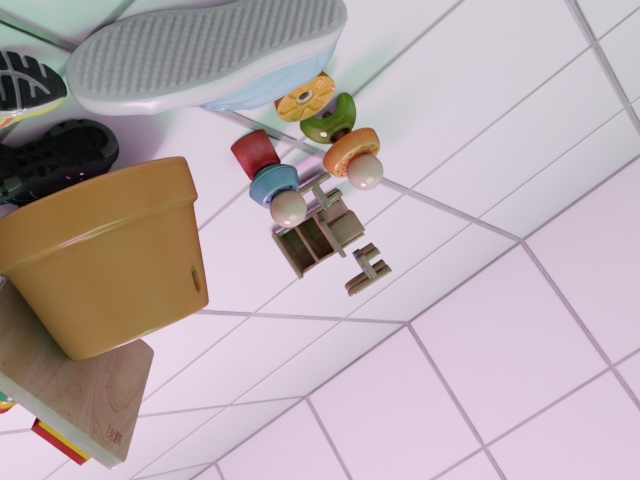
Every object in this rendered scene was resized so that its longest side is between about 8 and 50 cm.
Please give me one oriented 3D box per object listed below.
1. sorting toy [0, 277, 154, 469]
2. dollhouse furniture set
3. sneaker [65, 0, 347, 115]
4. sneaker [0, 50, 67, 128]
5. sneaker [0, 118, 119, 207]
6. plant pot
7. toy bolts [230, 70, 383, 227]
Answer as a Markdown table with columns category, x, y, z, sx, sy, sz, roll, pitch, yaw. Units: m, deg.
| category | x | y | z | sx | sy | sz | roll | pitch | yaw |
| --- | --- | --- | --- | --- | --- | --- | --- | --- | --- |
| sorting toy | -0.376 | 0.176 | 1.109 | 0.089 | 0.255 | 0.257 | -39 | -158 | 17 |
| dollhouse furniture set | 0.000 | 0.000 | 1.505 | 0.161 | 0.212 | 0.242 | -33 | -175 | 1 |
| sneaker | -0.131 | -0.203 | 0.985 | 0.366 | 0.135 | 0.150 | -20 | 153 | -24 |
| sneaker | -0.385 | -0.143 | 0.869 | 0.208 | 0.081 | 0.094 | -14 | 156 | -15 |
| sneaker | -0.382 | -0.073 | 0.986 | 0.267 | 0.101 | 0.106 | -15 | 156 | -34 |
| plant pot | -0.281 | 0.033 | 1.069 | 0.291 | 0.203 | 0.291 | -22 | -179 | 1 |
| toy bolts | -0.021 | -0.132 | 1.247 | 0.228 | 0.158 | 0.218 | -33 | 159 | 4 |
